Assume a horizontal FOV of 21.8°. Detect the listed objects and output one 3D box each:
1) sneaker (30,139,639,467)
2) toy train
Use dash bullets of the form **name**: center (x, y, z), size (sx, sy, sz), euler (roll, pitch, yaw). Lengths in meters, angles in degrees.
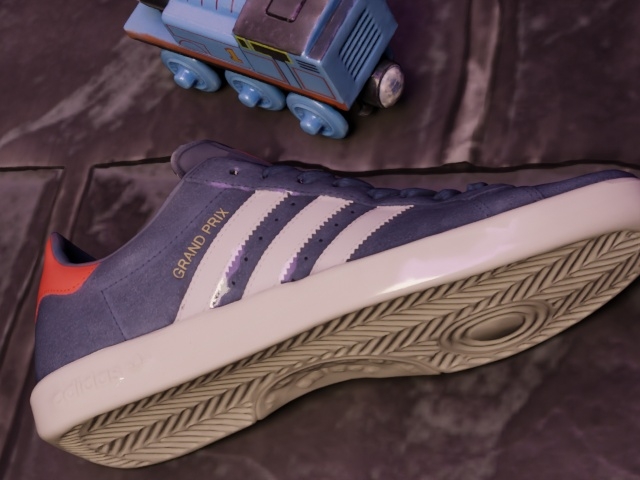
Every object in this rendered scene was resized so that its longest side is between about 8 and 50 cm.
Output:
- **sneaker**: center (0.000, 0.000, 0.880), size (0.350, 0.131, 0.148), euler (-17, 62, 11)
- **toy train**: center (-0.036, -0.127, 0.981), size (0.184, 0.105, 0.080), euler (22, 72, 29)
